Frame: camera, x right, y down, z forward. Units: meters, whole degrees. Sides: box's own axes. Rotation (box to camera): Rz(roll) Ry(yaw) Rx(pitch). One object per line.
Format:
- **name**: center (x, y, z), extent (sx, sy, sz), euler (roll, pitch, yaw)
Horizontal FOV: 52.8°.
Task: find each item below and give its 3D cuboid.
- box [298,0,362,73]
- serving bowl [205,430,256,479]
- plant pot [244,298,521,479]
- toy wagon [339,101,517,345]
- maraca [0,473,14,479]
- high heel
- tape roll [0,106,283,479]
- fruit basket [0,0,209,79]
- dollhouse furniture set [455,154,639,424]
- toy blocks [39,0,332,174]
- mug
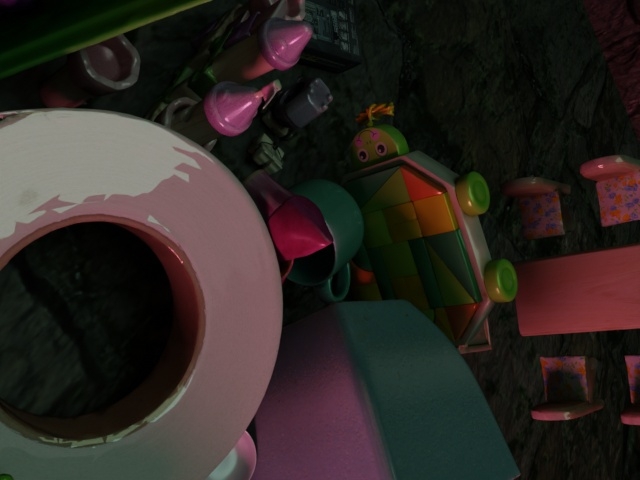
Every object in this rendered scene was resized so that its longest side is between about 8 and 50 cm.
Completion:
- **box**: center (-0.025, -0.392, 0.997), extent (0.183, 0.059, 0.233), euler (-1, 82, -47)
- **serving bowl**: center (-0.118, 0.256, 0.757), extent (0.083, 0.027, 0.083), euler (7, 75, -28)
- **plant pot**: center (0.049, 0.212, 0.810), extent (0.247, 0.247, 0.252), euler (3, 65, -46)
- **toy wagon**: center (0.109, -0.018, 0.896), extent (0.068, 0.267, 0.345), euler (-26, 99, -47)
- **maraca**: center (-0.272, 0.258, 0.478), extent (0.127, 0.099, 0.186), euler (-12, 89, -24)
- **high heel**: center (-0.037, 0.025, 0.759), extent (0.082, 0.244, 0.117), euler (-35, 66, -28)
- **tape roll**: center (-0.214, 0.075, 0.593), extent (0.392, 0.072, 0.392), euler (-4, 96, -34)
- **fruit basket**: center (-0.259, -0.260, 0.465), extent (0.392, 0.392, 0.283), euler (-55, 131, -39)
- **dollhouse furniture set**: center (0.304, 0.089, 0.983), extent (0.256, 0.394, 0.362), euler (3, 78, -46)
- **toy blocks**: center (-0.084, -0.195, 0.739), extent (0.309, 0.260, 0.289), euler (44, 51, -31)
- **mug**: center (-0.007, -0.007, 0.882), extent (0.097, 0.129, 0.158), euler (-39, 144, -46)
